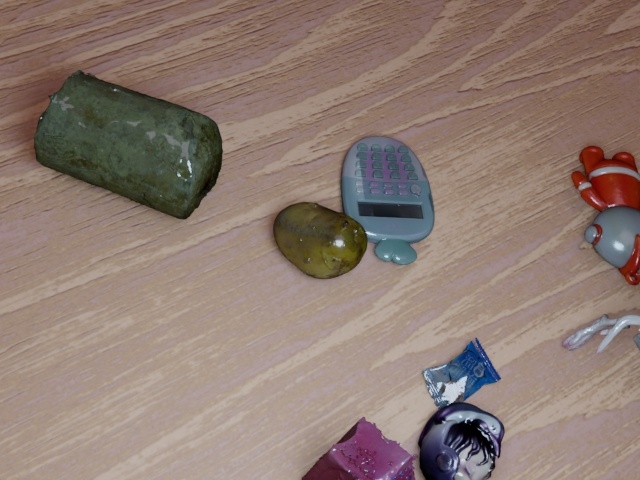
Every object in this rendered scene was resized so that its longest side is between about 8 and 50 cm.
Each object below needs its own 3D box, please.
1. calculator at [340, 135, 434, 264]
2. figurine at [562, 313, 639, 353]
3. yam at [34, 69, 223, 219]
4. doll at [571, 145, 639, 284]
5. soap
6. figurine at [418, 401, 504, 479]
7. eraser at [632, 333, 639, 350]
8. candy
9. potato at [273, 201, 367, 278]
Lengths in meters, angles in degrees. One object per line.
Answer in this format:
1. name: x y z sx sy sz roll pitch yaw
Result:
1. calculator: 0.132 -0.082 1.521 0.185 0.041 0.299 1 61 -12
2. figurine: 0.638 0.134 1.391 0.206 0.284 0.315 44 56 16
3. yam: -0.329 -0.168 1.369 0.300 0.195 0.195 21 60 -2
4. doll: 0.621 -0.051 1.592 0.199 0.105 0.337 10 54 -11
5. soap: 0.068 0.365 1.151 0.099 0.250 0.162 -29 71 -27
6. figurine: 0.213 0.371 1.265 0.145 0.145 0.222 35 65 6
7. eraser: 0.689 0.236 1.495 0.103 0.023 0.150 -17 68 -19
8. candy: 0.250 0.244 1.382 0.136 0.038 0.088 -28 85 -17
9. potato: 0.000 0.000 1.403 0.175 0.137 0.137 26 58 26
